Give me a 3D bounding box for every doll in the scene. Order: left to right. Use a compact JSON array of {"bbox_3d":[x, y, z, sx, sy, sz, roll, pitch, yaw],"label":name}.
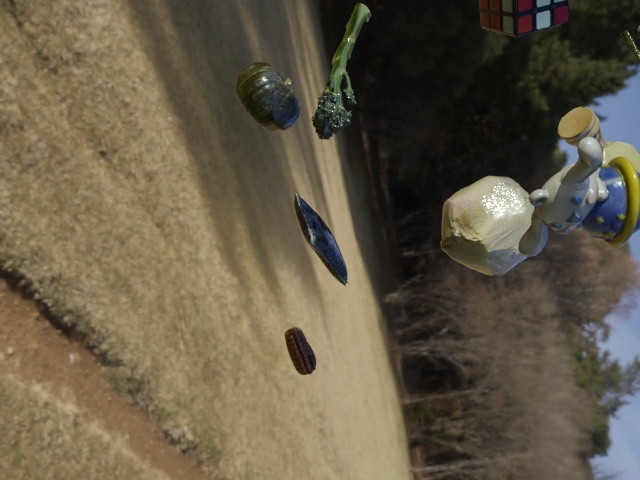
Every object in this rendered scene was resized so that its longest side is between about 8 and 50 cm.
[{"bbox_3d":[0.521,-0.105,1.484,0.311,0.243,0.159,84,14,-54],"label":"doll"}]

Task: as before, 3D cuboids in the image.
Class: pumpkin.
[{"bbox_3d":[-0.150,-0.416,2.244,0.223,0.157,0.223,54,6,-9],"label":"pumpkin"}]

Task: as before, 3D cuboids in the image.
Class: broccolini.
[{"bbox_3d":[0.060,-0.349,1.541,0.079,0.074,0.392,121,-10,-54],"label":"broccolini"}]

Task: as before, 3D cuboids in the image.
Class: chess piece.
[{"bbox_3d":[0.884,-0.251,2.392,0.397,0.117,0.117,36,30,-32],"label":"chess piece"}]

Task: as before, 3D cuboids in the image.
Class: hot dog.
[{"bbox_3d":[-0.051,0.283,1.986,0.038,0.062,0.144,-128,-162,-67],"label":"hot dog"}]

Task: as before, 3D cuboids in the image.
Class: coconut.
[{"bbox_3d":[0.393,-0.029,1.834,0.227,0.230,0.227,54,-5,8],"label":"coconut"}]

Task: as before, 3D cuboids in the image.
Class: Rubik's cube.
[{"bbox_3d":[0.493,-0.603,1.894,0.160,0.162,0.163,-135,-148,-58],"label":"Rubik's cube"}]

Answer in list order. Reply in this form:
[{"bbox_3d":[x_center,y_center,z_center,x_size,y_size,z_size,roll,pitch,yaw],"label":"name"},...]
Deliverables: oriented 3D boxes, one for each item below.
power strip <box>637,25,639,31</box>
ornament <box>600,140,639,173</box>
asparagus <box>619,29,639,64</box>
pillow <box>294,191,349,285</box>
[{"bbox_3d":[0.997,-0.616,2.288,0.019,0.051,0.136,-67,-157,7],"label":"power strip"},{"bbox_3d":[0.665,-0.109,1.674,0.201,0.180,0.059,49,-31,18],"label":"ornament"},{"bbox_3d":[0.876,-0.480,2.109,0.022,0.023,0.233,85,-14,-67],"label":"asparagus"},{"bbox_3d":[0.000,0.000,1.678,0.208,0.055,0.141,55,11,-54],"label":"pillow"}]
